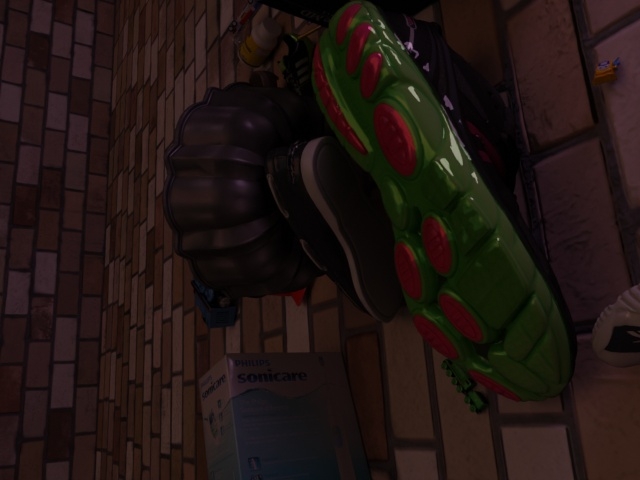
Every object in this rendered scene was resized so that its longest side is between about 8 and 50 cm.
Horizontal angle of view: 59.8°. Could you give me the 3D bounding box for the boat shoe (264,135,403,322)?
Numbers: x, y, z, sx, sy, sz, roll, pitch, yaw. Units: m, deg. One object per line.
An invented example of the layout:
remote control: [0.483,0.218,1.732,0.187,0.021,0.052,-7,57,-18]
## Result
boat shoe: [0.027,-0.008,0.749,0.091,0.114,0.302,1,129,37]

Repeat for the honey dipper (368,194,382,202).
honey dipper: [0.065,-0.064,0.911,0.161,0.030,0.030,-7,79,53]

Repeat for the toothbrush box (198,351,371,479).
toothbrush box: [-0.052,0.328,0.849,0.126,0.216,0.295,-44,50,45]

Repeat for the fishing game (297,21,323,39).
fishing game: [-0.018,-0.517,1.047,0.189,0.041,0.264,-12,77,31]

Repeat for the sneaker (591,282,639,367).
sneaker: [0.325,0.090,0.405,0.235,0.094,0.153,-35,47,38]

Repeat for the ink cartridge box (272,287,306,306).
ink cartridge box: [-0.097,0.018,1.096,0.231,0.078,0.134,45,122,54]

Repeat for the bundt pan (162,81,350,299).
bundt pan: [-0.060,-0.071,0.810,0.124,0.331,0.330,2,86,37]

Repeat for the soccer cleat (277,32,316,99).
soccer cleat: [-0.049,-0.320,1.092,0.060,0.072,0.178,-17,71,56]

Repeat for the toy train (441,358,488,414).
toy train: [0.180,0.178,0.694,0.023,0.017,0.083,-55,41,23]

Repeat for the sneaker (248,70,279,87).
sneaker: [-0.092,-0.265,1.170,0.066,0.071,0.188,-8,96,43]

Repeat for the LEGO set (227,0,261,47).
LEGO set: [-0.134,-0.561,1.276,0.244,0.060,0.182,-24,35,57]

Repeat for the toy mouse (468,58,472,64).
toy mouse: [0.164,-0.166,0.766,0.161,0.031,0.143,-50,45,41]

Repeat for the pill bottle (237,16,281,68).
pill bottle: [-0.136,-0.449,1.262,0.116,0.065,0.065,-33,58,50]

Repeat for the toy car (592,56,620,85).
toy car: [0.307,-0.204,0.528,0.122,0.060,0.040,-24,33,47]

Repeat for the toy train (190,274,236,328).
toy train: [-0.262,0.134,1.348,0.184,0.080,0.105,35,120,54]

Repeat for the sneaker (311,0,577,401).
sneaker: [0.164,-0.062,0.613,0.185,0.202,0.482,-37,71,59]

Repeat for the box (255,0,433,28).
box: [0.067,-0.469,0.729,0.395,0.294,0.212,-8,77,57]
